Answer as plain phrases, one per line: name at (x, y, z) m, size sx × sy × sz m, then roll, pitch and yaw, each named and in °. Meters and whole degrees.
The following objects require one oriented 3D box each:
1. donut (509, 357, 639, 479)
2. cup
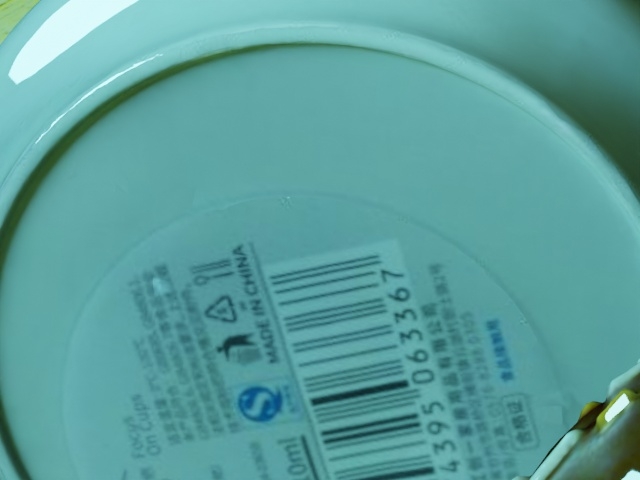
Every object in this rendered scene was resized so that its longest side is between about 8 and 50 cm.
donut at (0.130, 0.087, 0.377) m, size 0.235 × 0.235 × 0.089 m, roll -18°, pitch 44°, yaw 6°
cup at (0.000, 0.000, 0.626) m, size 0.323 × 0.237 × 0.327 m, roll -52°, pitch 8°, yaw 25°
